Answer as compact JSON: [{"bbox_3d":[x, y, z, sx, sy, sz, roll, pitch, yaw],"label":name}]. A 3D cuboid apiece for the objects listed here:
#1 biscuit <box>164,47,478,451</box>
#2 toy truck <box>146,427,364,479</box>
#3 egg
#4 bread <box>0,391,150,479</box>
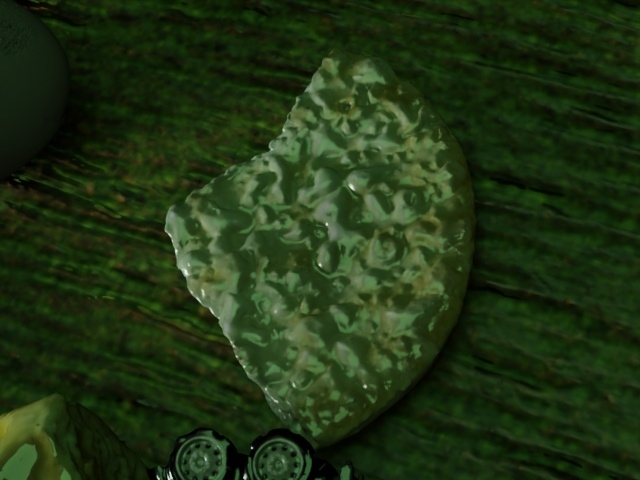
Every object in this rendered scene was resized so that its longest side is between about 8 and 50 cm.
[{"bbox_3d":[0.000,0.000,0.941,0.188,0.040,0.265,3,64,13],"label":"biscuit"},{"bbox_3d":[-0.079,0.168,0.845,0.243,0.101,0.125,1,73,11],"label":"toy truck"},{"bbox_3d":[-0.255,-0.091,0.977,0.199,0.146,0.146,-4,64,2],"label":"egg"},{"bbox_3d":[-0.193,0.184,0.745,0.268,0.130,0.152,-26,100,13],"label":"bread"}]
